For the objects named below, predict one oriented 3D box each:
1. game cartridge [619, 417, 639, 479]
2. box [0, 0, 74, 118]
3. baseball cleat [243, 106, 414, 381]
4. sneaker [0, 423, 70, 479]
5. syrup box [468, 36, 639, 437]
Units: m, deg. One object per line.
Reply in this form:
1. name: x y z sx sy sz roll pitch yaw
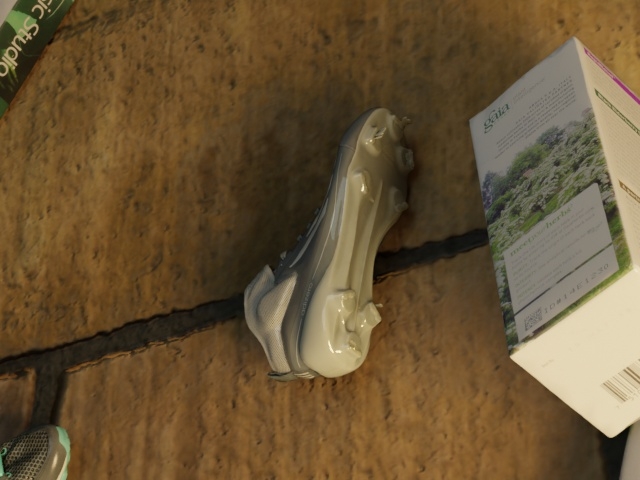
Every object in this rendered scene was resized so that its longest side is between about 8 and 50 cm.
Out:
1. game cartridge: 0.264 0.130 1.069 0.196 0.060 0.294 1 60 30
2. box: -0.343 -0.174 1.692 0.232 0.058 0.322 16 71 40
3. baseball cleat: 0.000 0.000 1.326 0.109 0.072 0.206 -11 50 36
4. sneaker: -0.254 0.178 1.369 0.166 0.076 0.065 -34 47 9
5. syrup box: 0.162 -0.008 1.159 0.093 0.096 0.237 -39 30 24
